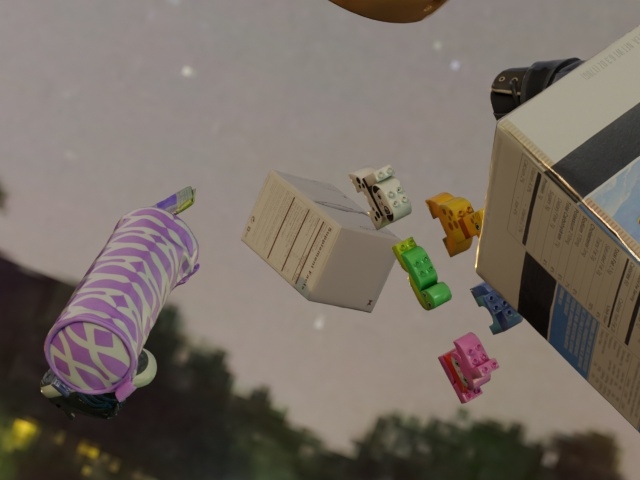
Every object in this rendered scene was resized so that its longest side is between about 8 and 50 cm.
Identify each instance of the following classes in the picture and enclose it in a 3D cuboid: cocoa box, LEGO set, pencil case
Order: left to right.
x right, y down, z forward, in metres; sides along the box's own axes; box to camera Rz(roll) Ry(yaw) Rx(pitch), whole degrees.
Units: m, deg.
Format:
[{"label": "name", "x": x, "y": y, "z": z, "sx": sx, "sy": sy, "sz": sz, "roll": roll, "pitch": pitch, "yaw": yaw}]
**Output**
[{"label": "pencil case", "x": -0.168, "y": 0.052, "z": 1.713, "sx": 0.088, "sy": 0.206, "sz": 0.086, "roll": 36, "pitch": -55, "yaw": -9}, {"label": "LEGO set", "x": 0.124, "y": 0.018, "z": 1.715, "sx": 0.227, "sy": 0.087, "sz": 0.093, "roll": 63, "pitch": -22, "yaw": 0}, {"label": "cocoa box", "x": 0.333, "y": -0.048, "z": 1.604, "sx": 0.228, "sy": 0.347, "sz": 0.231, "roll": 46, "pitch": -21, "yaw": 25}]

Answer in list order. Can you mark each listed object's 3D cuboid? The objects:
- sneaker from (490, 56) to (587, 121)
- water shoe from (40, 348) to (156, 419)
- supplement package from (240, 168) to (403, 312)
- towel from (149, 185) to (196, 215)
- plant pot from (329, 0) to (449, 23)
[{"label": "sneaker", "x": 0.221, "y": -0.109, "z": 1.860, "sx": 0.163, "sy": 0.226, "sz": 0.086, "roll": -5, "pitch": -66, "yaw": 34}, {"label": "water shoe", "x": -0.273, "y": 0.188, "z": 2.550, "sx": 0.203, "sy": 0.073, "sz": 0.080, "roll": -8, "pitch": -53, "yaw": 42}, {"label": "supplement package", "x": 0.000, "y": 0.000, "z": 2.442, "sx": 0.105, "sy": 0.105, "sz": 0.179, "roll": 13, "pitch": 17, "yaw": -38}, {"label": "towel", "x": -0.177, "y": -0.032, "z": 2.176, "sx": 0.009, "sy": 0.083, "sz": 0.060, "roll": 61, "pitch": 8, "yaw": -19}, {"label": "plant pot", "x": 0.076, "y": -0.350, "z": 1.904, "sx": 0.291, "sy": 0.291, "sz": 0.203, "roll": 23, "pitch": -50, "yaw": -13}]
